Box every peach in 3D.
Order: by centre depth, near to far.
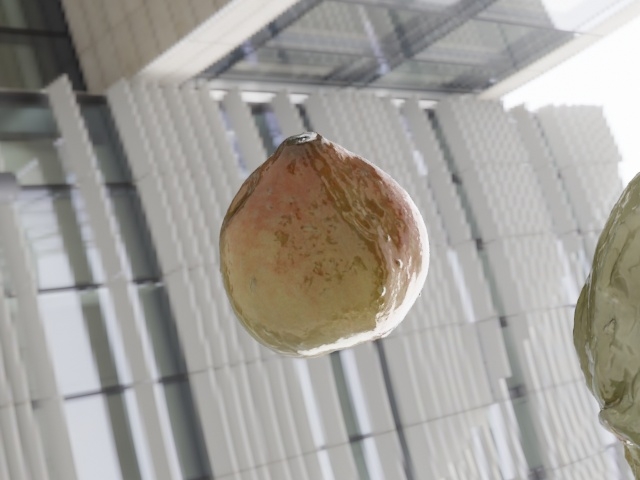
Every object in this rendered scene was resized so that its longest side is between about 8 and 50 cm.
[{"bbox_3d":[0.000,0.000,1.324,0.232,0.232,0.232,3,-85,41],"label":"peach"}]

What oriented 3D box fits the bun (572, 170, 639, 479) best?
[{"bbox_3d":[0.197,0.065,0.619,0.220,0.134,0.220,51,-16,21],"label":"bun"}]
